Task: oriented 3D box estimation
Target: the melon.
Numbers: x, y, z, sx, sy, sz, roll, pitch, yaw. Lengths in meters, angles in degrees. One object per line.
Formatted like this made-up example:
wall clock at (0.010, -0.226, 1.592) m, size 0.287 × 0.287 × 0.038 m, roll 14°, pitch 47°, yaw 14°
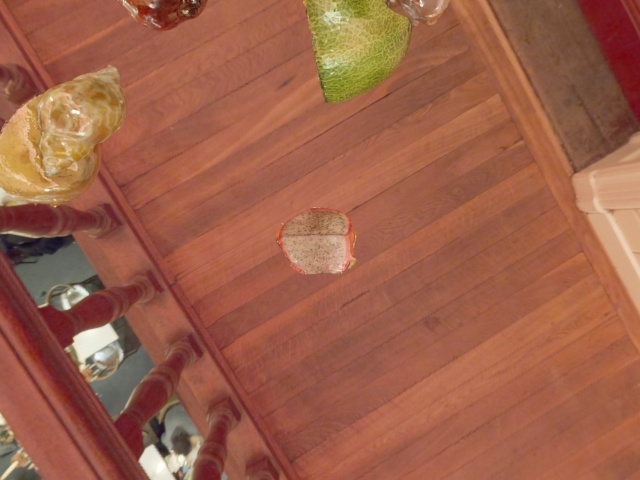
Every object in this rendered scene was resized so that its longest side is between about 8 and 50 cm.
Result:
melon at (0.072, -0.312, 0.749) m, size 0.169 × 0.265 × 0.129 m, roll -10°, pitch 77°, yaw 7°

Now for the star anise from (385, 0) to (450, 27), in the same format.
star anise at (0.091, -0.386, 0.495) m, size 0.108 × 0.315 × 0.315 m, roll -18°, pitch 93°, yaw -6°

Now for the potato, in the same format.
potato at (-0.454, -0.146, 0.820) m, size 0.117 × 0.182 × 0.202 m, roll 23°, pitch 75°, yaw 17°

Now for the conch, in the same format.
conch at (-0.353, -0.193, 0.694) m, size 0.116 × 0.173 × 0.106 m, roll -5°, pitch 134°, yaw 10°

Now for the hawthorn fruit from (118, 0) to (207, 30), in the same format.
hawthorn fruit at (-0.250, -0.421, 0.690) m, size 0.169 × 0.169 × 0.188 m, roll -39°, pitch 91°, yaw -2°

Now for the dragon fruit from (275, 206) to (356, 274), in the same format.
dragon fruit at (0.000, 0.000, 0.498) m, size 0.083 × 0.060 × 0.056 m, roll -6°, pitch 125°, yaw 14°
